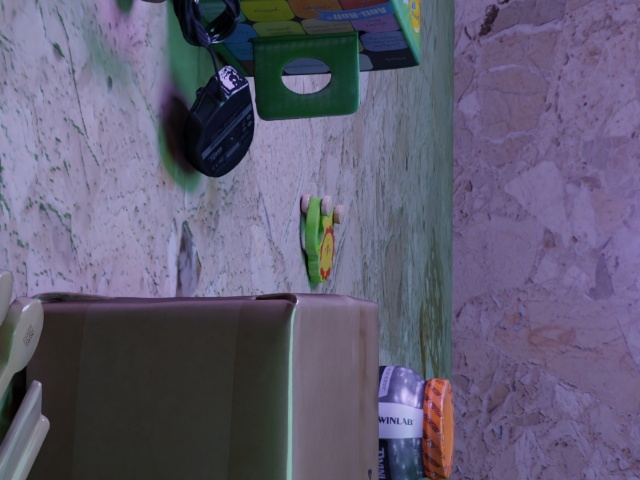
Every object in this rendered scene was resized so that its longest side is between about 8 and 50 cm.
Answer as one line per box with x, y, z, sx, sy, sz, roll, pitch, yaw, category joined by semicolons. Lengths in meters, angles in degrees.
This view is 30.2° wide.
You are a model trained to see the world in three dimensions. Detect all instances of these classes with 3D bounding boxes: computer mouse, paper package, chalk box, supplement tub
-0.089;-0.125;0.896;0.071;0.041;0.242;-47;160;-22;computer mouse
-0.063;0.197;0.790;0.309;0.168;0.325;19;70;-77;paper package
-0.012;-0.247;1.005;0.179;0.180;0.289;47;43;-71;chalk box
0.025;0.174;1.102;0.117;0.190;0.117;-1;90;-76;supplement tub

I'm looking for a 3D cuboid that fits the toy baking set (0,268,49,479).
-0.178;0.121;0.502;0.256;0.030;0.197;-64;166;-60;toy baking set

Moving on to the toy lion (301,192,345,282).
0.000;0.000;1.364;0.100;0.034;0.096;31;66;-74;toy lion

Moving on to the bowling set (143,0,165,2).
-0.068;-0.290;0.761;0.287;0.200;0.154;69;22;-65;bowling set
